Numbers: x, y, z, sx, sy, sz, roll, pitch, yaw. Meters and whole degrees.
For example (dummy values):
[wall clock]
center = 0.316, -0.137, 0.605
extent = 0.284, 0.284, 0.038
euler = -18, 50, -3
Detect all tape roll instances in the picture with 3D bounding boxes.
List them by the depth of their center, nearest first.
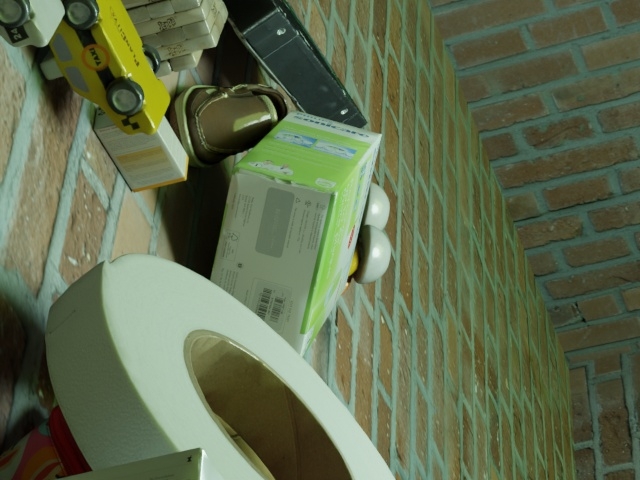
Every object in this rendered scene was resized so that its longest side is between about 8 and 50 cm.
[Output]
[tape roll]
center = -0.064, 0.174, 1.537
extent = 0.392, 0.072, 0.392
euler = 44, 15, -15

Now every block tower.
[block tower]
center = -0.197, -0.350, 1.996
extent = 0.097, 0.091, 0.335
euler = -79, 152, -58

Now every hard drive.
[hard drive]
center = -0.069, -0.277, 2.301
extent = 0.237, 0.064, 0.339
euler = 59, 7, 27

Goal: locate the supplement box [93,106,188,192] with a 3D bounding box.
[supplement box]
center = -0.182, -0.099, 1.890
extent = 0.098, 0.062, 0.036
euler = 63, 21, -44

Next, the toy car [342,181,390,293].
[toy car]
center = 0.000, 0.000, 2.353
extent = 0.136, 0.159, 0.182
euler = 111, -15, -46

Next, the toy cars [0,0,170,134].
[toy cars]
center = -0.261, -0.217, 1.681
extent = 0.393, 0.087, 0.176
euler = 40, 34, -61

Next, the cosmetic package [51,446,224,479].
[cosmetic package]
center = -0.183, 0.220, 1.280
extent = 0.060, 0.239, 0.099
euler = 60, 23, -44

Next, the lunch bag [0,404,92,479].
[lunch bag]
center = -0.137, 0.240, 1.538
extent = 0.258, 0.120, 0.293
euler = 56, 17, 27

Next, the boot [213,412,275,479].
[boot]
center = -0.110, 0.179, 1.884
extent = 0.269, 0.089, 0.236
euler = 53, 18, -56

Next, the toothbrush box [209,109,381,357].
[toothbrush box]
center = -0.030, -0.010, 2.100
extent = 0.283, 0.122, 0.206
euler = -57, 161, -71

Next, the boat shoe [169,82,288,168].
[boat shoe]
center = -0.099, -0.146, 2.162
extent = 0.257, 0.095, 0.095
euler = -44, 119, -72
